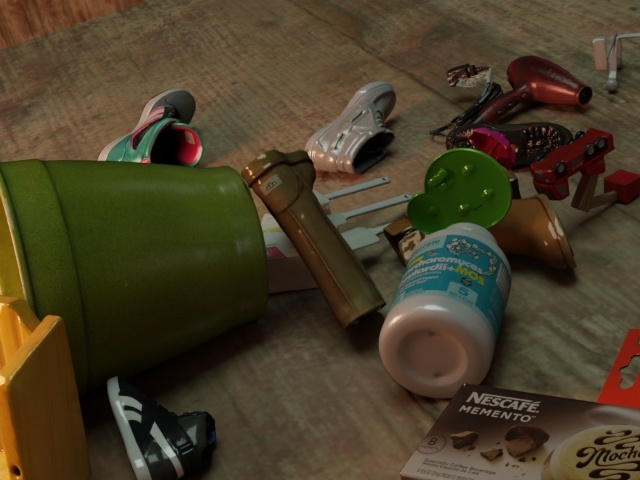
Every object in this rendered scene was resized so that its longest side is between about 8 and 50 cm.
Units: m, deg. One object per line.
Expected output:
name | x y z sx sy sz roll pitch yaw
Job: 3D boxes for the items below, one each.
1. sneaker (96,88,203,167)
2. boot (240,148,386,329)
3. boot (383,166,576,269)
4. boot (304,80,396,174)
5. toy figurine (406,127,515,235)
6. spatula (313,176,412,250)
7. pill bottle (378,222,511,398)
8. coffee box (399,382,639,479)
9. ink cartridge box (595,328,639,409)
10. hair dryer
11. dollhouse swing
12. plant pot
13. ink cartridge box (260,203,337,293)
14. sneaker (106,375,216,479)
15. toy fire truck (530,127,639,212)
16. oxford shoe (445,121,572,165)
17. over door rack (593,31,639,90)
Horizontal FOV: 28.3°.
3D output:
sneaker | -0.291 -0.210 2.489 0.178 0.124 0.295 0 38 36
boot | 0.000 0.000 1.858 0.089 0.269 0.236 -37 -8 16
boot | 0.230 -0.001 1.872 0.220 0.109 0.283 -27 40 -7
boot | 0.093 -0.202 2.343 0.123 0.095 0.258 17 49 36
toy figurine | 0.221 -0.096 1.865 0.173 0.130 0.159 -35 10 35
spatula | 0.066 -0.052 2.034 0.242 0.019 0.168 -19 40 -39
pill bottle | 0.174 0.080 1.694 0.146 0.146 0.264 -4 29 20
coffee box | 0.256 0.262 1.340 0.297 0.119 0.168 6 35 34
ink cartridge box | 0.461 0.147 1.527 0.232 0.066 0.189 6 34 28
hair dryer | 0.358 -0.256 2.343 0.293 0.080 0.224 -8 43 24
dollhouse swing | -0.526 0.260 1.586 0.346 0.315 0.305 5 21 33
plant pot | -0.273 0.033 1.834 0.353 0.367 0.366 -12 25 -19
ink cartridge box | -0.040 0.003 2.030 0.115 0.067 0.198 -9 28 11
sneaker | -0.203 0.242 1.666 0.121 0.079 0.217 -18 35 -12
toy fire truck | 0.402 -0.093 1.917 0.192 0.135 0.047 -31 33 -26
oxford shoe | 0.324 -0.163 2.170 0.227 0.083 0.096 5 14 32
over door rack | 0.617 -0.324 2.242 0.239 0.108 0.324 -4 8 19
